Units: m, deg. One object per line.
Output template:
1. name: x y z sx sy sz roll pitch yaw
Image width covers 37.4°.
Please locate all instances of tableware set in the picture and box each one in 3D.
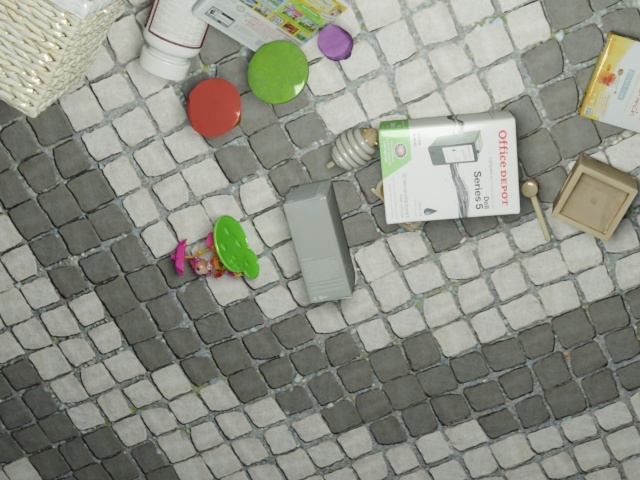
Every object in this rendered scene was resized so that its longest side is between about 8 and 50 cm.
1. tableware set: 0.200 -0.105 2.016 0.169 0.020 0.141 -40 104 19

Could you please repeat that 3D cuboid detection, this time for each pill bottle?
1. pill bottle: -0.280 -0.438 1.872 0.121 0.121 0.221 23 114 -4

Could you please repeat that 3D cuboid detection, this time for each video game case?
1. video game case: -0.094 -0.450 1.815 0.206 0.026 0.227 -33 139 32

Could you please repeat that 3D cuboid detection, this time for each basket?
1. basket: -0.576 -0.455 1.788 0.331 0.328 0.266 31 114 -8

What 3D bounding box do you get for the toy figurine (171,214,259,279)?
1. toy figurine: -0.246 0.039 2.094 0.159 0.130 0.173 -16 135 27

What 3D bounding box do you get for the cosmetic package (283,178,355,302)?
1. cosmetic package: 0.000 0.000 2.025 0.107 0.127 0.238 -8 113 10

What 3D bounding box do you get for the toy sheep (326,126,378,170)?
1. toy sheep: 0.066 -0.188 1.958 0.132 0.091 0.091 -39 104 19

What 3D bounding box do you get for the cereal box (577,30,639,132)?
1. cereal box: 0.655 -0.298 1.870 0.240 0.047 0.173 15 114 0

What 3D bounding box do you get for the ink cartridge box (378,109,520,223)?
1. ink cartridge box: 0.262 -0.150 1.924 0.273 0.115 0.198 -5 105 6

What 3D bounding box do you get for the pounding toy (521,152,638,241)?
1. pounding toy: 0.518 -0.086 1.956 0.206 0.094 0.181 26 118 5

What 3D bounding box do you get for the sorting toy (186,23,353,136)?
1. sorting toy: -0.089 -0.314 1.915 0.366 0.126 0.127 -27 77 13
